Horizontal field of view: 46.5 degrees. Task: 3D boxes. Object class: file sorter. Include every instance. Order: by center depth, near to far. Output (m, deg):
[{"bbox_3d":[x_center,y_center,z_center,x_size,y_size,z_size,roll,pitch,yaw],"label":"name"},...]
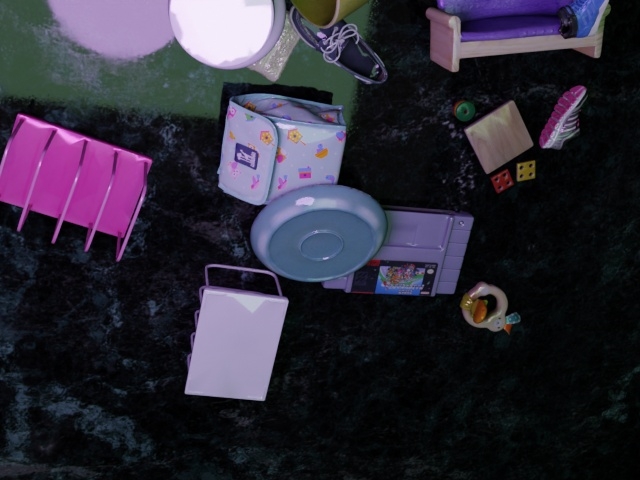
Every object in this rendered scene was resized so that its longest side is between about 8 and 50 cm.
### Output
[{"bbox_3d":[-0.526,-0.104,1.565,0.290,0.182,0.202,19,110,-20],"label":"file sorter"},{"bbox_3d":[-0.210,0.213,1.791,0.192,0.173,0.278,8,113,-15],"label":"file sorter"}]

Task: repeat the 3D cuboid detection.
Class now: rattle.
[{"bbox_3d":[0.473,0.207,1.963,0.199,0.143,0.130,45,81,-20],"label":"rattle"}]

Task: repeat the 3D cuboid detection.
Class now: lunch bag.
[{"bbox_3d":[-0.088,-0.194,1.632,0.262,0.160,0.223,6,123,-9],"label":"lunch bag"}]

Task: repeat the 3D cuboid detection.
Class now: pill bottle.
[{"bbox_3d":[-0.166,-0.430,1.372,0.210,0.363,0.210,-1,110,-3],"label":"pill bottle"}]

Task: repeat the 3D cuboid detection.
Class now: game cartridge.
[{"bbox_3d":[0.190,0.027,1.858,0.355,0.068,0.230,3,110,-14],"label":"game cartridge"}]

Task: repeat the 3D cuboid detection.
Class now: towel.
[{"bbox_3d":[-0.106,-0.424,1.592,0.110,0.027,0.148,24,108,-21],"label":"towel"}]

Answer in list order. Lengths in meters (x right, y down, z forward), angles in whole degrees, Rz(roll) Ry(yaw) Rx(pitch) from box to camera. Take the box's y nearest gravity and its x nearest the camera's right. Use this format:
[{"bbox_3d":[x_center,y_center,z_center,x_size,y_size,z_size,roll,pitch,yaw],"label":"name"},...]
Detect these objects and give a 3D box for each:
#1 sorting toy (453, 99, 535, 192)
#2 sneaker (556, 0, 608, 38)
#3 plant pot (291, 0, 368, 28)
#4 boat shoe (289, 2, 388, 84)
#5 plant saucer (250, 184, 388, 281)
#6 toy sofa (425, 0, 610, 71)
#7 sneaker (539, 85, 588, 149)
[{"bbox_3d":[0.424,-0.244,1.784,0.132,0.046,0.274,-32,117,4],"label":"sorting toy"},{"bbox_3d":[0.526,-0.473,1.505,0.084,0.058,0.152,-12,144,-7],"label":"sneaker"},{"bbox_3d":[0.083,-0.596,1.440,0.293,0.275,0.275,-28,119,-15],"label":"plant pot"},{"bbox_3d":[0.043,-0.417,1.591,0.254,0.079,0.095,38,96,-29],"label":"boat shoe"},{"bbox_3d":[0.000,0.000,1.692,0.317,0.044,0.318,-5,139,-5],"label":"plant saucer"},{"bbox_3d":[0.423,-0.481,1.613,0.362,0.150,0.177,-7,117,-9],"label":"toy sofa"},{"bbox_3d":[0.599,-0.289,1.794,0.074,0.063,0.170,17,115,-19],"label":"sneaker"}]
